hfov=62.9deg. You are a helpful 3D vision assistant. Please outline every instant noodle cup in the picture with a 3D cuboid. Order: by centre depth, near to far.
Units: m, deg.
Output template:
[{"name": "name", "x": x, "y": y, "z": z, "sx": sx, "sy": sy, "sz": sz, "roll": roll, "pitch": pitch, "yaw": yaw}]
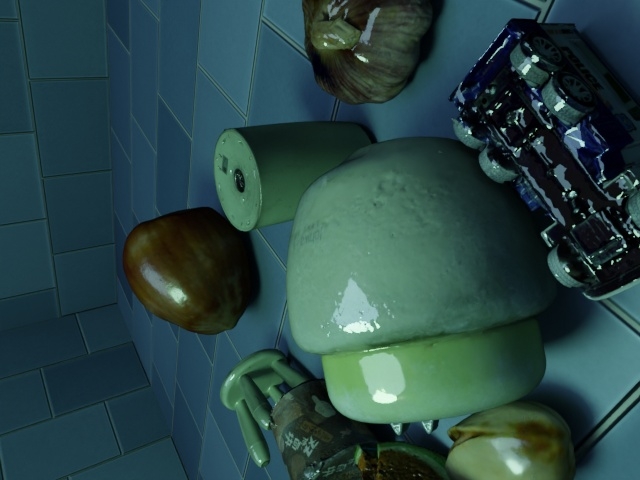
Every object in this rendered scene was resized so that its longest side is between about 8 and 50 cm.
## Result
[{"name": "instant noodle cup", "x": 0.008, "y": 0.420, "z": 1.080, "sx": 0.207, "sy": 0.217, "sz": 0.218, "roll": 48, "pitch": 139, "yaw": 49}]

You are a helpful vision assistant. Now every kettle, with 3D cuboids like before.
[{"name": "kettle", "x": -0.049, "y": -0.138, "z": 0.911, "sx": 0.240, "sy": 0.255, "sz": 0.165, "roll": 46, "pitch": 139, "yaw": 38}]

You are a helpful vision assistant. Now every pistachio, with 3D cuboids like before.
[{"name": "pistachio", "x": 0.249, "y": 0.287, "z": 0.705, "sx": 0.215, "sy": 0.143, "sz": 0.144, "roll": -48, "pitch": 61, "yaw": 51}]

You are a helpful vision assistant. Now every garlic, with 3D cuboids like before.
[{"name": "garlic", "x": 0.050, "y": -0.320, "z": 0.780, "sx": 0.245, "sy": 0.160, "sz": 0.245, "roll": 28, "pitch": 124, "yaw": 52}]

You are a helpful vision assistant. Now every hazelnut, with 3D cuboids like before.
[{"name": "hazelnut", "x": -0.348, "y": 0.083, "z": 1.410, "sx": 0.365, "sy": 0.365, "sz": 0.366, "roll": 27, "pitch": 123, "yaw": 51}]

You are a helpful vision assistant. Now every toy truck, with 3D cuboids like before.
[{"name": "toy truck", "x": 0.267, "y": -0.089, "z": 0.530, "sx": 0.268, "sy": 0.155, "sz": 0.124, "roll": 62, "pitch": 146, "yaw": 18}]

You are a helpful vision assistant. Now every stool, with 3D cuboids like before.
[{"name": "stool", "x": -0.120, "y": 0.401, "z": 1.279, "sx": 0.198, "sy": 0.195, "sz": 0.196, "roll": 45, "pitch": 136, "yaw": 39}]

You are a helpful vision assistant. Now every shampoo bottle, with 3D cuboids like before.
[{"name": "shampoo bottle", "x": 0.114, "y": 0.047, "z": 0.657, "sx": 0.322, "sy": 0.322, "sz": 0.318, "roll": -30, "pitch": 69, "yaw": 57}]

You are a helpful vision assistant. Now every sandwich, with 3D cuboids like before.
[{"name": "sandwich", "x": 0.149, "y": 0.405, "z": 0.874, "sx": 0.235, "sy": 0.159, "sz": 0.079, "roll": 25, "pitch": 119, "yaw": 45}]

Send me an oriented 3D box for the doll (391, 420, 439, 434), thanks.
[{"name": "doll", "x": 0.116, "y": 0.193, "z": 0.862, "sx": 0.195, "sy": 0.153, "sz": 0.258, "roll": -44, "pitch": 65, "yaw": 23}]
